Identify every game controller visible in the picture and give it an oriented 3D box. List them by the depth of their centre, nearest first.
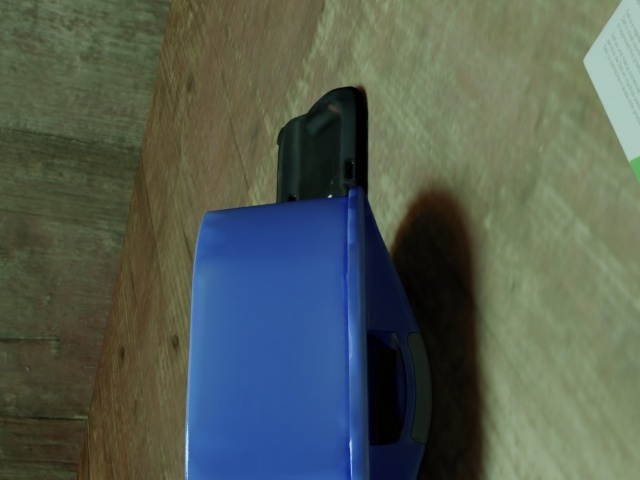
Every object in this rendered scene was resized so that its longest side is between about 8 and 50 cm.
[{"bbox_3d":[0.000,0.000,1.174,0.166,0.067,0.319,-27,56,52],"label":"game controller"}]

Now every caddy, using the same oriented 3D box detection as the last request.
[{"bbox_3d":[0.000,0.122,0.908,0.241,0.179,0.341,77,-168,-66],"label":"caddy"}]

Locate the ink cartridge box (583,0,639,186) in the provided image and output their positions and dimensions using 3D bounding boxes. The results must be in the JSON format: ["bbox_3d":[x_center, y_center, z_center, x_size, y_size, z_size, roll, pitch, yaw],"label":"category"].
[{"bbox_3d":[0.212,-0.097,0.435,0.160,0.093,0.219,-99,27,-42],"label":"ink cartridge box"}]
